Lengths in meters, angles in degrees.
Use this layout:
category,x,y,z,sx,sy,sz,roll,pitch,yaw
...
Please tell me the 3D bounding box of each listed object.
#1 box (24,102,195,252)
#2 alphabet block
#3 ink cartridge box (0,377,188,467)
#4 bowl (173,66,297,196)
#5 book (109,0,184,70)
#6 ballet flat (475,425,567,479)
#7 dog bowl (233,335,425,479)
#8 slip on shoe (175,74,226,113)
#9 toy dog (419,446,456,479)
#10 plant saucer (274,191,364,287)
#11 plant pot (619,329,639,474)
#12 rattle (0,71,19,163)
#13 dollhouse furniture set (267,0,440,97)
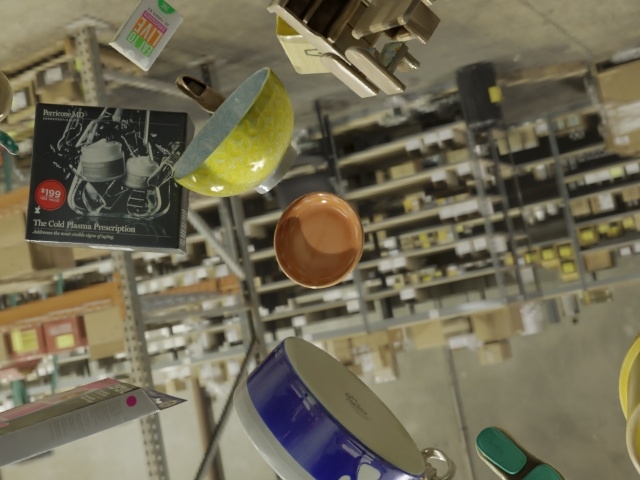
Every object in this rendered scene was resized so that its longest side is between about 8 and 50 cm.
category,x,y,z,sx,sy,sz,roll,pitch,yaw
box,-0.474,-0.137,2.024,0.343,0.313,0.179,3,175,-2
alphabet block,0.018,-0.504,1.990,0.193,0.192,0.197,-3,164,11
ink cartridge box,-0.454,0.324,1.657,0.371,0.069,0.175,-12,-174,-34
bowl,-0.141,-0.183,1.752,0.156,0.289,0.289,40,150,-20
book,-0.369,-0.448,1.886,0.096,0.144,0.035,37,168,-30
ballet flat,0.344,0.392,1.437,0.086,0.086,0.248,-9,-152,-19
dog bowl,0.014,0.257,1.201,0.104,0.265,0.265,-47,167,7
slip on shoe,-0.262,-0.331,1.993,0.135,0.051,0.041,33,161,-16
toy dog,0.215,0.584,1.758,0.220,0.161,0.334,-5,-150,-23
plant saucer,0.000,0.000,1.830,0.200,0.200,0.037,-13,169,20
plant pot,0.515,0.225,1.170,0.254,0.254,0.239,-15,-175,32
rattle,-0.623,-0.247,1.607,0.130,0.200,0.143,-7,163,-22
dollhouse furniture set,0.058,-0.334,1.245,0.161,0.212,0.242,37,168,-24
